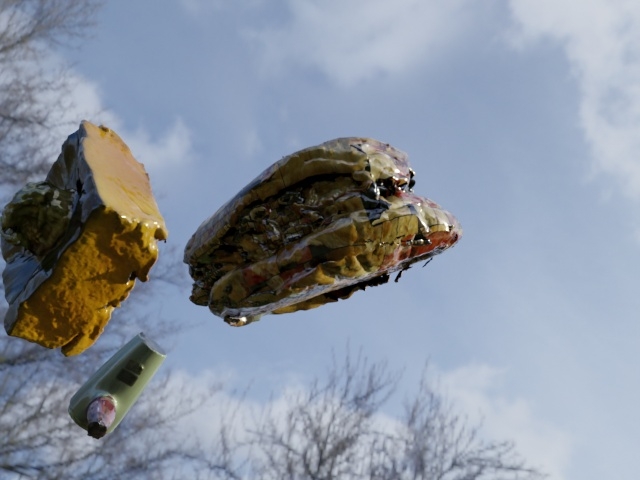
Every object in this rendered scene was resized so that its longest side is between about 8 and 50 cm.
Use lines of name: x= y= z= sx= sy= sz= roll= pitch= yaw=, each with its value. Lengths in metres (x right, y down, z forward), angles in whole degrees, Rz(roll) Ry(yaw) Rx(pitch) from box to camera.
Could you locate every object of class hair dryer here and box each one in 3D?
hair dryer: x=-0.198 y=0.154 z=0.825 sx=0.054 sy=0.154 sz=0.106 roll=41 pitch=-84 yaw=-12

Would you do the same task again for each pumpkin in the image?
pumpkin: x=-0.105 y=-0.005 z=0.363 sx=0.054 sy=0.083 sz=0.074 roll=26 pitch=-71 yaw=-32

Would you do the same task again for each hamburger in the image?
hamburger: x=0.000 y=0.000 z=0.724 sx=0.231 sy=0.106 sz=0.231 roll=-23 pitch=-10 yaw=-4
